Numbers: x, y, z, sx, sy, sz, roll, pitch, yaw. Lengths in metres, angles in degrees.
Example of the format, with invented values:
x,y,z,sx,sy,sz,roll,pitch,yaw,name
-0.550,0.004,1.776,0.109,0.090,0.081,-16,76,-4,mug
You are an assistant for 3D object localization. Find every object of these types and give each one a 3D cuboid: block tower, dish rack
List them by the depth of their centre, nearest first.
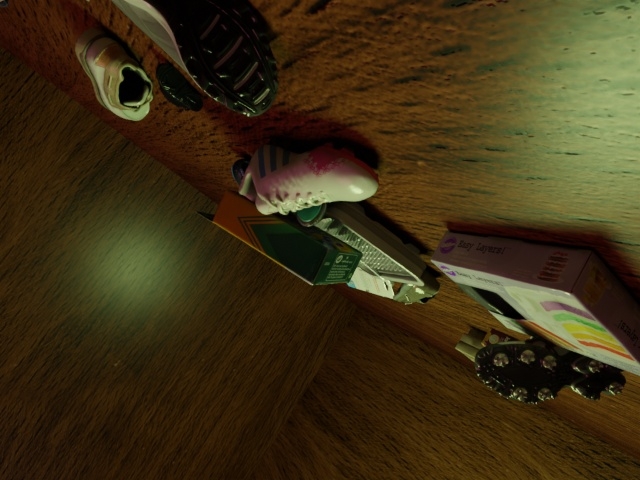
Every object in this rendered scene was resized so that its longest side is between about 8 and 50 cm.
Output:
x,y,z,sx,sy,sz,roll,pitch,yaw,name
0.096,-0.001,0.988,0.285,0.072,0.333,36,171,-12,dish rack
0.596,0.409,1.349,0.335,0.091,0.097,37,171,-27,block tower

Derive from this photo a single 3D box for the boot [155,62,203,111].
x,y,z,sx,sy,sz,roll,pitch,yaw,name
-0.303,-0.313,0.834,0.099,0.045,0.121,31,172,40,boot

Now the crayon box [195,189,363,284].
x,y,z,sx,sy,sz,roll,pitch,yaw,name
-0.086,-0.017,0.899,0.322,0.083,0.203,29,-172,23,crayon box

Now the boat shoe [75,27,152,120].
x,y,z,sx,sy,sz,roll,pitch,yaw,name
-0.455,-0.350,0.949,0.103,0.113,0.302,39,170,0,boat shoe

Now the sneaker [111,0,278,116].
x,y,z,sx,sy,sz,roll,pitch,yaw,name
-0.156,-0.258,0.471,0.271,0.100,0.108,43,179,-19,sneaker

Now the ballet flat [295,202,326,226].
x,y,z,sx,sy,sz,roll,pitch,yaw,name
-0.017,-0.076,0.814,0.070,0.070,0.188,39,-156,-34,ballet flat

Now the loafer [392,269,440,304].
x,y,z,sx,sy,sz,roll,pitch,yaw,name
0.256,0.136,1.078,0.087,0.094,0.251,36,172,13,loafer

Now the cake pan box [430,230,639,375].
x,y,z,sx,sy,sz,roll,pitch,yaw,name
0.334,0.087,0.627,0.245,0.070,0.267,40,170,-24,cake pan box

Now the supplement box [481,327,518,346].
x,y,z,sx,sy,sz,roll,pitch,yaw,name
0.508,0.292,1.147,0.043,0.055,0.083,39,169,-33,supplement box

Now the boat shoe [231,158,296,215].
x,y,z,sx,sy,sz,roll,pitch,yaw,name
-0.133,-0.115,1.094,0.258,0.109,0.089,34,168,-16,boat shoe

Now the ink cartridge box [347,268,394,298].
x,y,z,sx,sy,sz,roll,pitch,yaw,name
0.152,0.102,1.223,0.180,0.060,0.104,12,136,42,ink cartridge box

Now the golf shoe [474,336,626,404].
x,y,z,sx,sy,sz,roll,pitch,yaw,name
0.399,0.223,0.740,0.272,0.105,0.120,6,-168,-6,golf shoe

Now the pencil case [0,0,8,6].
x,y,z,sx,sy,sz,roll,pitch,yaw,name
-0.409,-0.408,0.332,0.167,0.160,0.386,-6,151,27,pencil case

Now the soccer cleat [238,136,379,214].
x,y,z,sx,sy,sz,roll,pitch,yaw,name
-0.035,-0.093,0.718,0.116,0.143,0.331,38,171,-37,soccer cleat
